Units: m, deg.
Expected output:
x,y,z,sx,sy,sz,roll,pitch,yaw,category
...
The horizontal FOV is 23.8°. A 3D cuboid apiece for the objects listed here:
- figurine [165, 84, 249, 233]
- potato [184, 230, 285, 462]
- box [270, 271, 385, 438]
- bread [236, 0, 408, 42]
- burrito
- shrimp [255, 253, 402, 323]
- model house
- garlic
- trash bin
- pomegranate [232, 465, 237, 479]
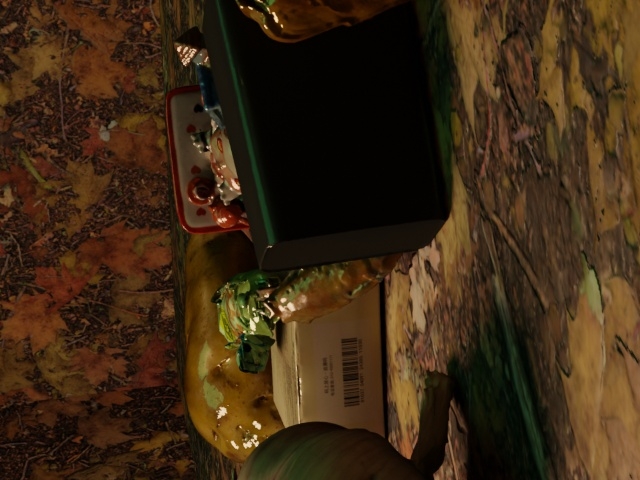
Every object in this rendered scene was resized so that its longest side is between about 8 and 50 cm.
x,y,z,sx,sy,sz,roll,pitch,yaw,category
-0.073,-0.104,1.774,0.226,0.160,0.183,-179,82,-72,figurine
-0.125,0.140,2.142,0.195,0.176,0.369,32,-141,-49,potato
0.003,0.101,1.565,0.168,0.095,0.212,-117,23,-67,box
-0.007,-0.290,1.130,0.344,0.195,0.149,-112,-1,-56,bread
-0.074,0.086,1.567,0.288,0.054,0.104,141,121,-77,burrito
0.003,0.001,1.379,0.052,0.187,0.132,18,-140,-55,shrimp
-0.076,-0.176,1.576,0.148,0.149,0.119,-41,47,47,model house
0.055,0.209,1.198,0.253,0.245,0.245,-57,-11,-29,garlic
0.004,-0.102,1.258,0.115,0.165,0.225,116,144,-71,trash bin
-0.074,0.404,1.887,0.210,0.210,0.235,-173,93,-80,pomegranate
